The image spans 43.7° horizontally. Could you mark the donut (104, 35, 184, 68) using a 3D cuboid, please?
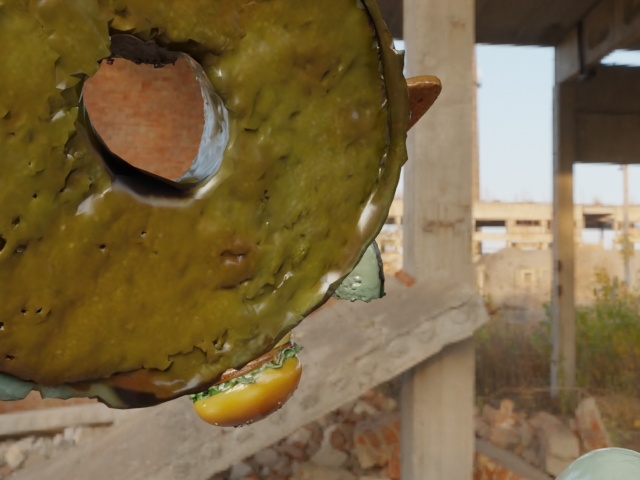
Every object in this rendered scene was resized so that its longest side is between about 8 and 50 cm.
[{"bbox_3d":[-0.203,-0.275,0.822,0.270,0.103,0.269,4,-17,1],"label":"donut"}]

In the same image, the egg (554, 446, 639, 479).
[{"bbox_3d":[0.320,0.338,0.860,0.183,0.264,0.183,-8,29,5],"label":"egg"}]

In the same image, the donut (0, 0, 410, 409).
[{"bbox_3d":[-0.090,-0.058,0.361,0.272,0.272,0.107,3,19,-33],"label":"donut"}]

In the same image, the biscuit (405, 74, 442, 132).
[{"bbox_3d":[0.048,-0.160,1.148,0.280,0.043,0.183,-34,-33,21],"label":"biscuit"}]

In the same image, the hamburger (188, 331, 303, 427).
[{"bbox_3d":[-0.139,0.259,1.519,0.246,0.170,0.246,-21,-2,-1],"label":"hamburger"}]

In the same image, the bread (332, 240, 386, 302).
[{"bbox_3d":[0.000,0.000,1.050,0.064,0.232,0.172,-12,-32,-26],"label":"bread"}]
